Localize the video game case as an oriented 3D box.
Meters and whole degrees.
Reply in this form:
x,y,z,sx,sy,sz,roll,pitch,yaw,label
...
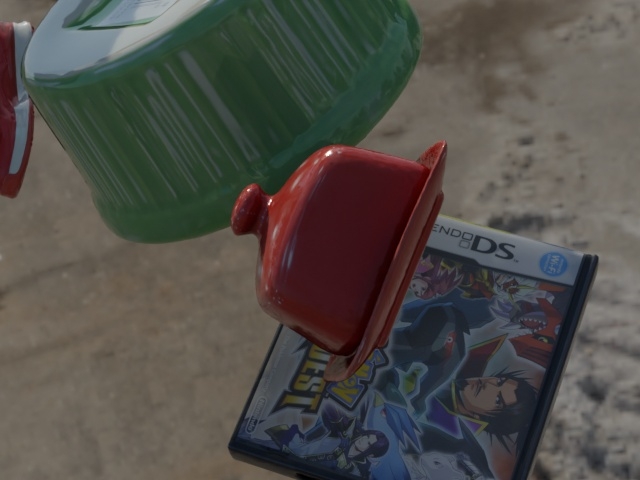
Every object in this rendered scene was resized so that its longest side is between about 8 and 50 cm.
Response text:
x,y,z,sx,sy,sz,roll,pitch,yaw,label
0.085,0.100,1.240,0.248,0.035,0.274,16,64,15,video game case

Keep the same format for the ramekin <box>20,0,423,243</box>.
x,y,z,sx,sy,sz,roll,pitch,yaw,label
-0.086,-0.153,1.115,0.303,0.148,0.303,-25,31,16,ramekin

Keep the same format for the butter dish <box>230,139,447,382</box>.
x,y,z,sx,sy,sz,roll,pitch,yaw,label
0.000,0.000,0.905,0.118,0.159,0.160,24,-7,-2,butter dish

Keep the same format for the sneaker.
x,y,z,sx,sy,sz,roll,pitch,yaw,label
-0.379,-0.147,1.542,0.128,0.087,0.221,6,56,-18,sneaker
